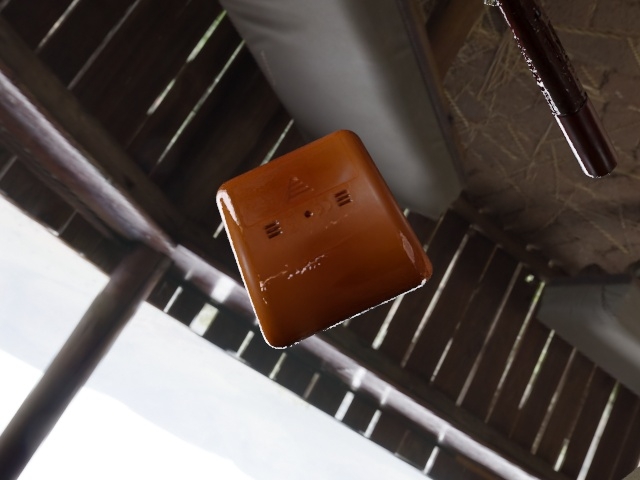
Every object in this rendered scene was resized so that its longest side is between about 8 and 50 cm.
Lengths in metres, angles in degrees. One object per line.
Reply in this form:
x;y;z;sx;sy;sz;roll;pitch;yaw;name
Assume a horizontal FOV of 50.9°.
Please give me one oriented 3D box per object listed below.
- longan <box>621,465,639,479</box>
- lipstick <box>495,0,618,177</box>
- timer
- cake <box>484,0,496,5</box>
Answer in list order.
0.253;0.232;0.281;0.319;0.319;0.319;27;163;9;longan
0.145;-0.102;0.417;0.027;0.027;0.176;11;154;47;lipstick
0.000;0.000;0.979;0.161;0.257;0.250;66;180;-63;timer
0.253;-0.389;0.950;0.051;0.055;0.140;6;164;21;cake
